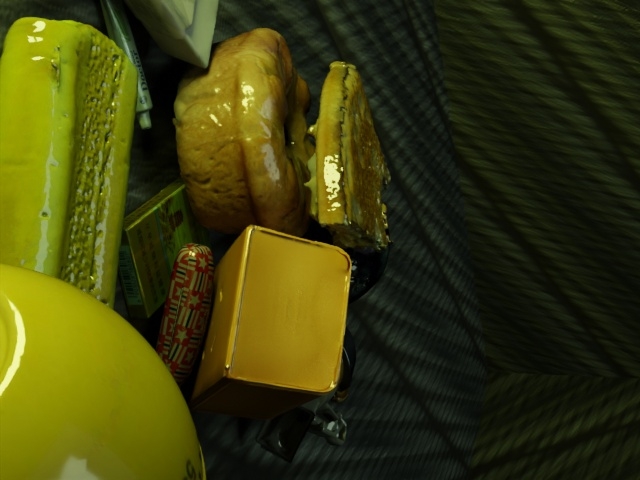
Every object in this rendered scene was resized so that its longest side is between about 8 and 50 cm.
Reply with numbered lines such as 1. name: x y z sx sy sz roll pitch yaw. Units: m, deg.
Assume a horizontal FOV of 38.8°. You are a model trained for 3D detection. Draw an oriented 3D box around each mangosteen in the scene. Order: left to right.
1. mangosteen: 0.000 0.000 1.453 0.243 0.243 0.242 0 90 -70

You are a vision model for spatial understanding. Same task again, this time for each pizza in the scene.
1. pizza: 0.034 -0.097 1.270 0.223 0.090 0.323 64 22 -45

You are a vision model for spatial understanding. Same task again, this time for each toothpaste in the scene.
1. toothpaste: -0.237 -0.229 1.099 0.048 0.029 0.197 -69 149 -66

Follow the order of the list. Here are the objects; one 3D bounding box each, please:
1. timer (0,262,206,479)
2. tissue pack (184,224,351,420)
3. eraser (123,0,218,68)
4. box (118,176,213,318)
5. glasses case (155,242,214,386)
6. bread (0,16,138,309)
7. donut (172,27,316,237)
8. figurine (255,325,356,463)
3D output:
1. timer: -0.250 0.213 0.642 0.376 0.376 0.386 -66 160 -49
2. tissue pack: -0.074 0.119 1.183 0.274 0.145 0.194 138 -40 -65
3. eraser: -0.228 -0.391 1.025 0.397 0.082 0.213 56 33 -56
4. box: -0.203 0.004 1.185 0.193 0.030 0.121 -52 137 -60
5. glasses case: -0.171 0.100 1.176 0.073 0.049 0.194 -22 126 -74
6. bread: -0.269 -0.029 0.884 0.166 0.112 0.383 26 65 -63
7. donut: -0.094 -0.145 1.257 0.317 0.150 0.299 33 53 -77
8. figurine: -0.026 0.213 1.498 0.308 0.143 0.308 0 90 -67
